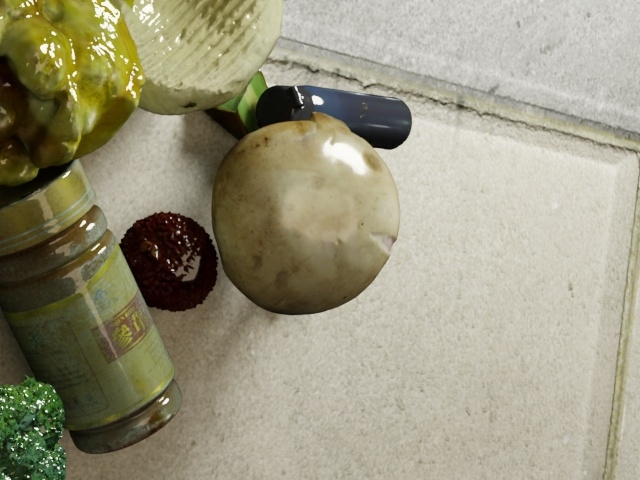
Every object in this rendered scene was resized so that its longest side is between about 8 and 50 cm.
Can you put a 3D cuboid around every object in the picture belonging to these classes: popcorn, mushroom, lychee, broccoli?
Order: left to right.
[{"bbox_3d":[-0.397,0.213,1.668,0.270,0.270,0.270,-26,77,-34],"label":"broccoli"},{"bbox_3d":[-0.319,-0.178,1.667,0.276,0.276,0.226,-19,120,-36],"label":"popcorn"},{"bbox_3d":[-0.182,0.031,1.889,0.123,0.123,0.129,-49,147,-25],"label":"lychee"},{"bbox_3d":[-0.019,-0.035,1.913,0.254,0.184,0.255,2,80,-12],"label":"mushroom"}]

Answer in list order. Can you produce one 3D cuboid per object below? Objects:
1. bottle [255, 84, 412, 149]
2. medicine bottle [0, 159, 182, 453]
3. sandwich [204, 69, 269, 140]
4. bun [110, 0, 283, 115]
[{"bbox_3d":[0.017,-0.161,2.039,0.244,0.082,0.072,3,63,-50],"label":"bottle"},{"bbox_3d":[-0.282,0.075,1.788,0.151,0.151,0.322,-35,113,-32],"label":"medicine bottle"},{"bbox_3d":[-0.109,-0.174,2.003,0.074,0.074,0.116,-62,157,-19],"label":"sandwich"},{"bbox_3d":[-0.169,-0.281,1.859,0.259,0.160,0.259,0,91,-22],"label":"bun"}]
